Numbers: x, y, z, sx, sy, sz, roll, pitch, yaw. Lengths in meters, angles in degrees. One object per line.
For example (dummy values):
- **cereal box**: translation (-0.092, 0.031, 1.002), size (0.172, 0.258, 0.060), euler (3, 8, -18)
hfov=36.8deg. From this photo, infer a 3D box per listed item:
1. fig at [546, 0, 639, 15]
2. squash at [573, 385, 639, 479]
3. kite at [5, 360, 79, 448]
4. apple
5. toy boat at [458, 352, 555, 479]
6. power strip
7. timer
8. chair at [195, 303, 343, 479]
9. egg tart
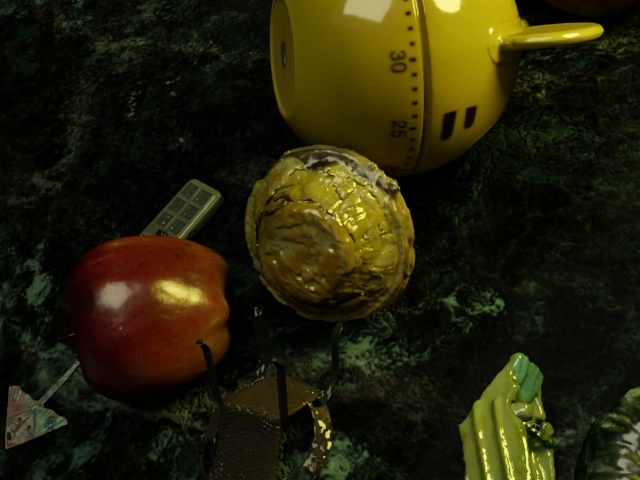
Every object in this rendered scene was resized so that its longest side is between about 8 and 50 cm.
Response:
- **fig**: translation (0.333, -0.406, 1.367), size (0.290, 0.190, 0.190), euler (9, 61, 29)
- **squash**: translation (0.358, 0.243, 0.885), size (0.252, 0.165, 0.252), euler (-12, 55, 17)
- **kite**: translation (-0.399, 0.229, 1.365), size (0.137, 0.005, 0.152), euler (20, 66, 34)
- **apple**: translation (-0.225, 0.099, 1.248), size (0.234, 0.234, 0.234), euler (-13, 52, 17)
- **toy boat**: translation (0.201, 0.256, 0.988), size (0.084, 0.111, 0.276), euler (-17, 52, 21)
- **power strip**: translation (-0.221, -0.018, 1.445), size (0.076, 0.028, 0.169), euler (27, 71, 36)
- **timer**: translation (0.135, -0.252, 1.268), size (0.387, 0.376, 0.376), euler (-8, 49, -10)
- **chair**: translation (-0.067, 0.205, 1.173), size (0.174, 0.149, 0.213), euler (11, 103, 28)
- **egg tart**: translation (0.000, 0.000, 1.204), size (0.241, 0.241, 0.106), euler (3, 18, 27)
